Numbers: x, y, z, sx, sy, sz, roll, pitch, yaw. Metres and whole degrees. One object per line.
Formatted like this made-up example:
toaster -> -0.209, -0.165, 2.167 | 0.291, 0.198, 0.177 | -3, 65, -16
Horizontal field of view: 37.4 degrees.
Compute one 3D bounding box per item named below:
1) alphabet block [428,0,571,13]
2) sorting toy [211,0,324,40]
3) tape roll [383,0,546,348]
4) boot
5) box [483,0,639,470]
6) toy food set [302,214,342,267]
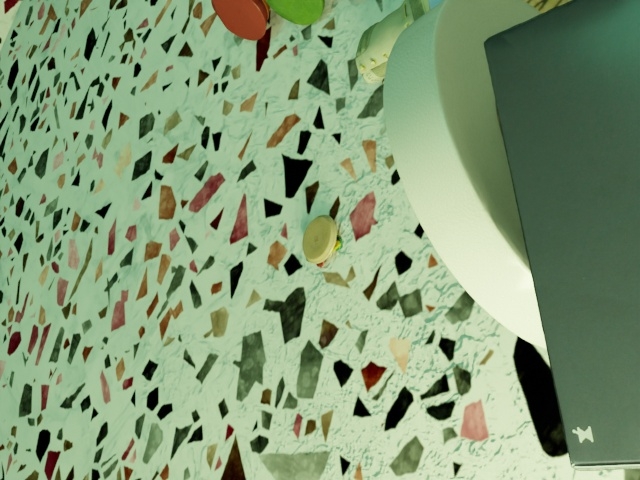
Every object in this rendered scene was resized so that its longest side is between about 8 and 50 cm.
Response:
alphabet block -> 0.257, -0.357, 1.186 | 0.193, 0.197, 0.192 | -34, 52, 39
sorting toy -> -0.042, -0.470, 1.700 | 0.365, 0.127, 0.126 | -4, 44, 47
tape roll -> 0.223, -0.078, 0.969 | 0.072, 0.392, 0.392 | -31, 54, 39
boot -> 0.129, -0.272, 1.409 | 0.165, 0.077, 0.213 | -32, 49, 40
box -> 0.322, -0.017, 0.763 | 0.179, 0.312, 0.343 | -17, 81, 45
toy food set -> 0.000, 0.000, 1.508 | 0.083, 0.020, 0.082 | -40, 49, 34
